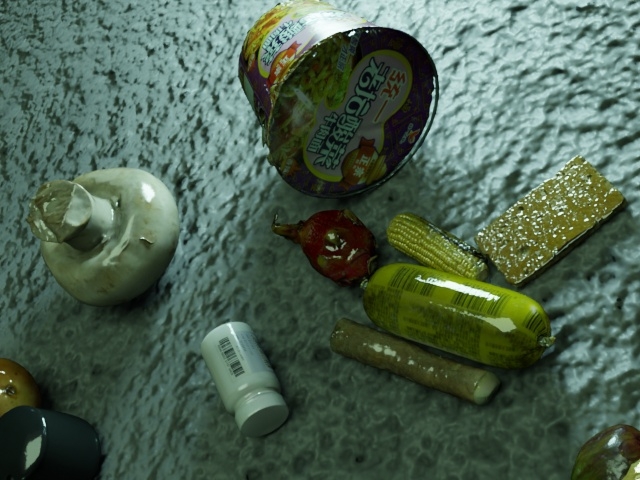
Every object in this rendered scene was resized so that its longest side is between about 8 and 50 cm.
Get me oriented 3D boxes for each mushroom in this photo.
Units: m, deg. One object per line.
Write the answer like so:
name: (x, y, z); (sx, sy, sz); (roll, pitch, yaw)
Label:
mushroom: (-0.436, -0.032, 1.700); (0.298, 0.290, 0.297); (-12, 60, 22)

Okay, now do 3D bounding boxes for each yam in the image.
yam: (0.146, 0.194, 1.400); (0.300, 0.066, 0.066); (16, 73, 34)

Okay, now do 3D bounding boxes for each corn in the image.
corn: (0.197, 0.016, 1.466); (0.203, 0.072, 0.072); (33, 83, 36)

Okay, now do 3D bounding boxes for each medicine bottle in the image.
medicine bottle: (-0.131, 0.239, 1.504); (0.103, 0.103, 0.186); (-38, 52, 6)

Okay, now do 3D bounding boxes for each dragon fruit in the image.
dragon fruit: (0.000, 0.000, 1.553); (0.246, 0.125, 0.125); (17, 77, 41)

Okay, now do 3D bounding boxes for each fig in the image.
fig: (0.388, 0.323, 1.183); (0.103, 0.109, 0.154); (51, 123, 17)

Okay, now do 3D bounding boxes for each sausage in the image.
sausage: (0.208, 0.115, 1.370); (0.347, 0.123, 0.123); (16, 73, 35)

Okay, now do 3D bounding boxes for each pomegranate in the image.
pomegranate: (-0.638, 0.324, 1.695); (0.191, 0.191, 0.191); (-13, 59, 23)

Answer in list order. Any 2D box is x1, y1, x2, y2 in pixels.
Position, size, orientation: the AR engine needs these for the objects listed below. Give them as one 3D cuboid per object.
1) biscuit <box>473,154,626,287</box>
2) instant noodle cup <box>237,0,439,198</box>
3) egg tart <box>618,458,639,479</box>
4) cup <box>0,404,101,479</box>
biscuit: (0.372, -0.030, 1.419); (0.231, 0.025, 0.131); (-38, 52, 6)
instant noodle cup: (0.005, -0.284, 1.589); (0.340, 0.340, 0.266); (-41, 44, 4)
egg tart: (0.462, 0.385, 1.059); (0.290, 0.115, 0.290); (0, 90, 4)
cup: (-0.513, 0.414, 1.577); (0.169, 0.176, 0.223); (3, 65, 27)
